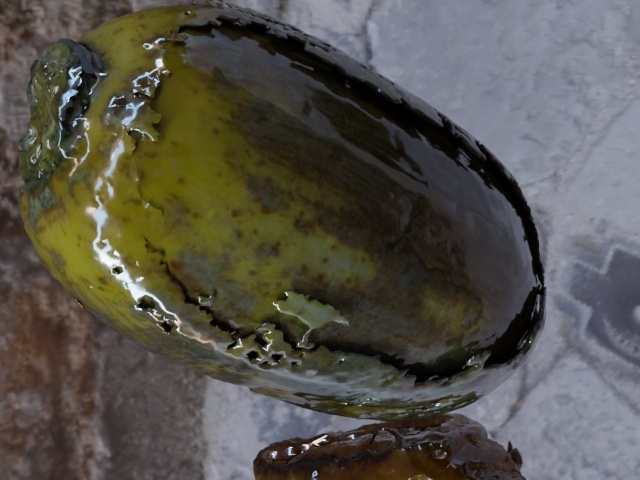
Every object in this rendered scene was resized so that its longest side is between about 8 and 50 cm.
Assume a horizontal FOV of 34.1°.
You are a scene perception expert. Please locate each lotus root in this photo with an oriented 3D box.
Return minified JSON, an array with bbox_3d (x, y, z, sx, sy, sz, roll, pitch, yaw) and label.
[{"bbox_3d":[0.000,0.000,0.619,0.179,0.397,0.195,-2,71,47],"label":"lotus root"}]

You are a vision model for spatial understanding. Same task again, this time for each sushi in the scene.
[{"bbox_3d":[0.055,0.244,0.886,0.296,0.167,0.179,-12,89,20],"label":"sushi"}]
